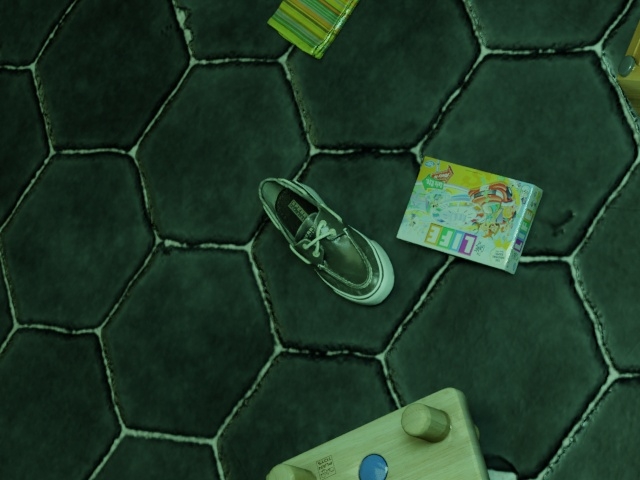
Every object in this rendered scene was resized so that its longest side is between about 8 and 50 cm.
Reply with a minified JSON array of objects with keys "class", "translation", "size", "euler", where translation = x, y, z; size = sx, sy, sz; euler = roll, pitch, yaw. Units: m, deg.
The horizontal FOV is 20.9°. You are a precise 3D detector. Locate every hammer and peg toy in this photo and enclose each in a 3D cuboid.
[{"class":"hammer and peg toy","translation":[0.033,0.337,1.920],"size":[0.361,0.127,0.266],"euler":[-26,62,25]}]

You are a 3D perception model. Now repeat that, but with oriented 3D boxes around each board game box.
[{"class":"board game box","translation":[0.172,-0.030,2.003],"size":[0.154,0.026,0.103],"euler":[17,86,36]}]

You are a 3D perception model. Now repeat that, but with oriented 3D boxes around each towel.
[{"class":"towel","translation":[0.027,-0.352,2.204],"size":[0.102,0.021,0.237],"euler":[38,98,35]}]

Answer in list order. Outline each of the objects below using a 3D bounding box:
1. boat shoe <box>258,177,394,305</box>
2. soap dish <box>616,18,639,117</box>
[{"class":"boat shoe","translation":[0.000,0.000,2.083],"size":[0.219,0.070,0.078],"euler":[42,101,35]},{"class":"soap dish","translation":[0.440,-0.221,1.759],"size":[0.291,0.118,0.229],"euler":[15,82,64]}]
